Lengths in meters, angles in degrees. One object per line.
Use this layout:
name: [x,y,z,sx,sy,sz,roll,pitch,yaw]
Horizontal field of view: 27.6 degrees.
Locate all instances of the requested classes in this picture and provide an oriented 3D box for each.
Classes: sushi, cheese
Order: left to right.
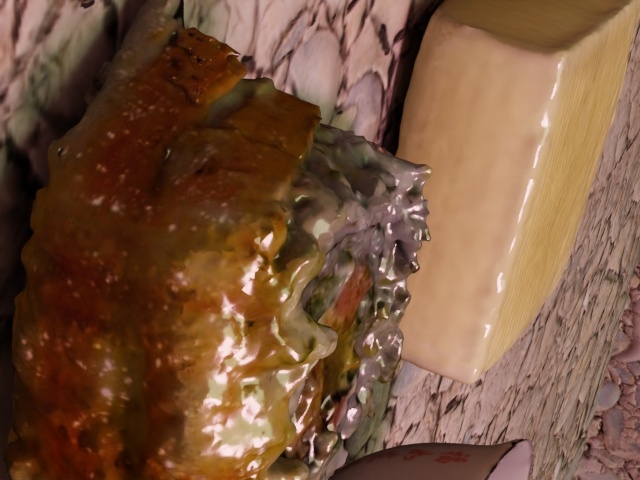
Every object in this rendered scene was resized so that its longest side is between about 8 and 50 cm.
sushi: [-0.044,0.032,0.589,0.184,0.139,0.274,-43,148,-54]
cheese: [0.139,-0.061,1.001,0.242,0.124,0.265,-32,140,-53]

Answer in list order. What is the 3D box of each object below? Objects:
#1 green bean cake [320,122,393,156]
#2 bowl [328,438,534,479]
green bean cake: [0.000,0.000,0.796,0.135,0.056,0.136,-69,160,4]
bowl: [0.025,0.280,0.992,0.345,0.157,0.345,-52,154,-38]
